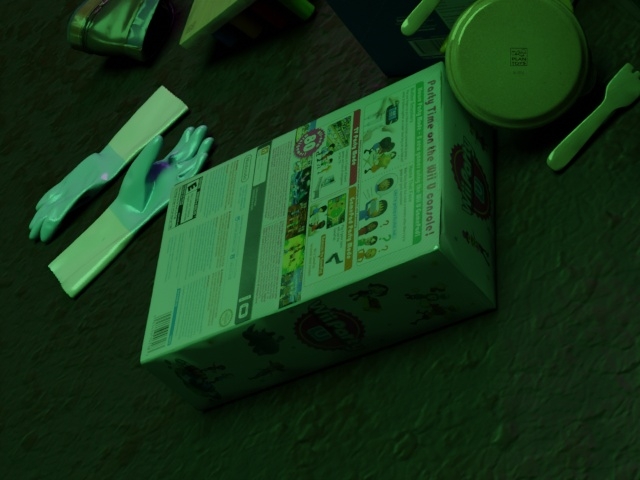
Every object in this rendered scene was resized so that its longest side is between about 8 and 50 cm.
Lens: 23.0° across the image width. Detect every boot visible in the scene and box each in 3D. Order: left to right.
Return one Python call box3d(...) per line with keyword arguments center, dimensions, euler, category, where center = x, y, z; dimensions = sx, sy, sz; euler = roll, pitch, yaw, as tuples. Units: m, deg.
box3d(center=(-0.201, -0.297, 1.912), dimensions=(0.106, 0.082, 0.219), euler=(21, 63, 28), category="boot")

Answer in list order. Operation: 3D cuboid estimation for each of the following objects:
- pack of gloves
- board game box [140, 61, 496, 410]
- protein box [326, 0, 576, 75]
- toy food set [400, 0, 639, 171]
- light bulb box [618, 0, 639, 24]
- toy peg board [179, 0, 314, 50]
box3d(center=(-0.229, -0.069, 1.710), dimensions=(0.232, 0.046, 0.195), euler=(-44, 37, -3), category="pack of gloves")
box3d(center=(0.000, 0.000, 1.385), dimensions=(0.303, 0.097, 0.224), euler=(-22, 42, 28), category="board game box")
box3d(center=(0.108, -0.273, 1.467), dimensions=(0.200, 0.201, 0.136), euler=(1, 54, 44), category="protein box")
box3d(center=(0.172, -0.158, 1.352), dimensions=(0.132, 0.192, 0.038), euler=(-46, -3, -1), category="toy food set")
box3d(center=(0.328, -0.375, 1.195), dimensions=(0.225, 0.361, 0.358), euler=(15, 73, 50), category="light bulb box")
box3d(center=(-0.064, -0.288, 1.768), dimensions=(0.161, 0.079, 0.161), euler=(-30, 34, 43), category="toy peg board")
